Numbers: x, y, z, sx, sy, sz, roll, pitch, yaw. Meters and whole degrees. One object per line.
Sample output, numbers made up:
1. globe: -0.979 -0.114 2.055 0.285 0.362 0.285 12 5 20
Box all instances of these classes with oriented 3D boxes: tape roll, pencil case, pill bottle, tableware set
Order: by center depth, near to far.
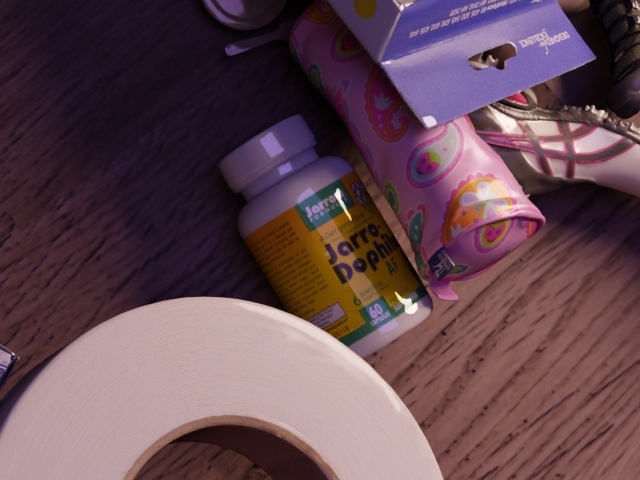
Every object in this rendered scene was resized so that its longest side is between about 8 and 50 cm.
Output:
1. tape roll: -0.071 0.233 1.023 0.392 0.072 0.392 12 66 -28
2. pill bottle: 0.000 0.000 1.266 0.117 0.117 0.208 -31 90 -21
3. pencil case: 0.078 -0.092 1.267 0.124 0.124 0.284 -20 66 -21
4. tableware set: -0.025 -0.252 1.351 0.194 0.039 0.128 -18 95 -16

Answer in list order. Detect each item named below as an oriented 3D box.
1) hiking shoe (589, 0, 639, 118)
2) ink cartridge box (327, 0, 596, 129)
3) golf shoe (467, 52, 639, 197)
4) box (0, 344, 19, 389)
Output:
1. hiking shoe: 0.299 -0.212 1.414 0.114 0.086 0.227 32 50 -7
2. ink cartridge box: 0.100 -0.268 1.289 0.307 0.072 0.303 51 41 11
3. golf shoe: 0.215 -0.082 1.376 0.272 0.105 0.120 23 88 -7
4. box: -0.342 0.208 1.046 0.076 0.242 0.307 32 71 -10
